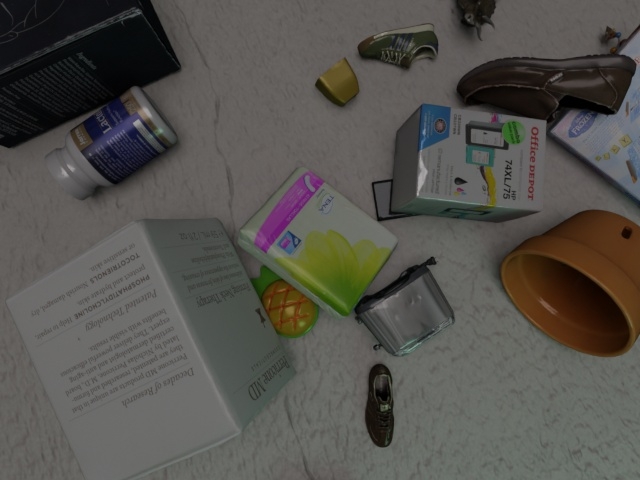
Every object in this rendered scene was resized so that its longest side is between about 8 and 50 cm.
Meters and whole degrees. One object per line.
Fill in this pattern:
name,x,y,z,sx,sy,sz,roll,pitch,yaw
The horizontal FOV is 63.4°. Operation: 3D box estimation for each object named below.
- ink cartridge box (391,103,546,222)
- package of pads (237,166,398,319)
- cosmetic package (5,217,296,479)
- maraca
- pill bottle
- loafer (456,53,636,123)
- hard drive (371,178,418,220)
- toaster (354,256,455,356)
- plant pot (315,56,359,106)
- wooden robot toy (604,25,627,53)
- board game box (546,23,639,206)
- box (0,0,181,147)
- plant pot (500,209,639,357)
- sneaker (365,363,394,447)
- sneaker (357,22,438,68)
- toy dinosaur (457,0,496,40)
ink cartridge box,0.314,-0.157,1.129,0.270,0.197,0.198,5,84,-7
package of pads,0.000,0.000,1.155,0.296,0.101,0.229,38,64,2
cosmetic package,-0.311,0.200,1.032,0.327,0.329,0.394,-28,86,14
maraca,-0.087,0.137,1.181,0.127,0.099,0.185,-45,75,-4
pill bottle,-0.476,-0.217,1.182,0.264,0.153,0.153,-36,86,-2
loafer,0.483,-0.325,1.143,0.365,0.134,0.130,3,89,27
hard drive,0.195,-0.102,1.230,0.135,0.022,0.094,-8,86,0
toaster,0.197,0.154,1.162,0.227,0.129,0.146,-33,90,-4
plant pot,0.046,-0.366,1.226,0.081,0.081,0.083,-39,98,-2
wooden robot toy,0.726,-0.429,1.237,0.173,0.076,0.079,40,123,3
board game box,0.750,-0.275,1.173,0.318,0.066,0.319,40,103,3
box,-0.647,-0.539,1.136,0.471,0.297,0.480,-25,85,0
plant pot,0.565,0.070,1.101,0.203,0.291,0.291,-42,86,-18
sneaker,0.134,0.378,1.172,0.066,0.071,0.189,-4,85,0
sneaker,0.191,-0.451,1.233,0.192,0.064,0.086,-15,81,-3
toy dinosaur,0.389,-0.632,1.236,0.160,0.121,0.314,34,82,-9
